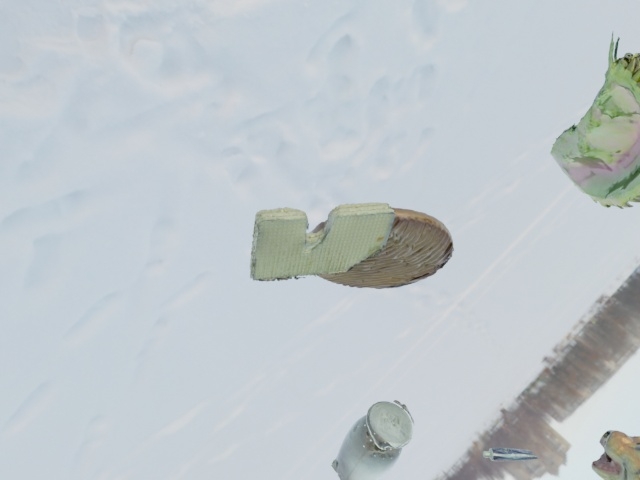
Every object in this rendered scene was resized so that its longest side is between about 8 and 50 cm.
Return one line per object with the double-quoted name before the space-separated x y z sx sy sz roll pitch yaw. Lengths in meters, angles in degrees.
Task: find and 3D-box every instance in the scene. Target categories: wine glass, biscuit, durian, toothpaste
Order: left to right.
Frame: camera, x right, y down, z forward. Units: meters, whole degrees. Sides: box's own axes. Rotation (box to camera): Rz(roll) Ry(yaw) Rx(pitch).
"biscuit" 0.000 0.000 0.890 0.249 0.046 0.147 -5 134 -17
"wine glass" 0.102 0.416 1.023 0.111 0.111 0.205 -19 146 -44
"biscuit" 0.118 0.028 1.065 0.317 0.040 0.318 0 149 0
"toothpaste" 0.303 0.343 0.815 0.027 0.083 0.019 36 53 -88
"durian" 0.476 -0.156 0.821 0.352 0.168 0.159 59 53 -72

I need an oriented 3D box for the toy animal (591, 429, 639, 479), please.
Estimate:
"toy animal" 0.236 0.230 0.302 0.099 0.241 0.056 -41 170 15
